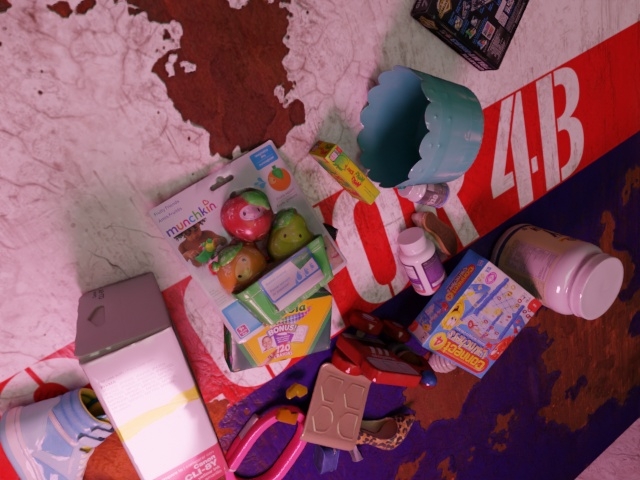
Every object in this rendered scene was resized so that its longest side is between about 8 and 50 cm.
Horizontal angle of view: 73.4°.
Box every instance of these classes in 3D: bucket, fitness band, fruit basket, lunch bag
[{"bbox_3d":[0.233,-0.259,1.025,0.183,0.281,0.281,-1,108,-27],"label":"bucket"},{"bbox_3d":[-0.152,0.607,1.248,0.209,0.054,0.291,36,90,-33],"label":"fitness band"},{"bbox_3d":[-0.140,-0.001,0.962,0.327,0.165,0.353,-35,106,-21],"label":"fruit basket"},{"bbox_3d":[0.021,0.684,1.358,0.065,0.067,0.099,0,108,-28],"label":"lunch bag"}]

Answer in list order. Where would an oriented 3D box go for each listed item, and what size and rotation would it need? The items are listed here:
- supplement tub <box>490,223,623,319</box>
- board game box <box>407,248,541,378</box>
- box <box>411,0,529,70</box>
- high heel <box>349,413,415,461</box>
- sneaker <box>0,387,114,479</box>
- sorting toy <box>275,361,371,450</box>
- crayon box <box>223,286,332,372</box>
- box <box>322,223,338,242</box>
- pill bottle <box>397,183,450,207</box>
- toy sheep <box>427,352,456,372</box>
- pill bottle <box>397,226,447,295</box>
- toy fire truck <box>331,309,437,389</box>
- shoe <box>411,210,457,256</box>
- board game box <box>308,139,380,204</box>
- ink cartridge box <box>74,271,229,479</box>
[{"bbox_3d":[0.748,0.094,1.385,0.235,0.325,0.236,-10,112,-25],"label":"supplement tub"},{"bbox_3d":[0.466,0.228,1.287,0.308,0.086,0.302,31,98,-29],"label":"board game box"},{"bbox_3d":[0.407,-0.640,1.094,0.293,0.073,0.296,18,99,-31],"label":"box"},{"bbox_3d":[0.190,0.601,1.404,0.261,0.093,0.186,-26,120,-12],"label":"high heel"},{"bbox_3d":[-0.531,0.471,0.956,0.208,0.127,0.319,-21,117,-19],"label":"sneaker"},{"bbox_3d":[0.013,0.483,1.274,0.307,0.041,0.229,29,72,-31],"label":"sorting toy"},{"bbox_3d":[-0.110,0.222,1.117,0.278,0.081,0.166,-7,110,-26],"label":"crayon box"},{"bbox_3d":[0.000,0.000,1.115,0.062,0.052,0.083,7,103,-29],"label":"box"},{"bbox_3d":[0.289,-0.140,1.203,0.137,0.078,0.078,9,103,-30],"label":"pill bottle"},{"bbox_3d":[0.411,0.402,1.447,0.091,0.132,0.091,21,55,-33],"label":"toy sheep"},{"bbox_3d":[0.294,0.059,1.259,0.108,0.108,0.194,-37,121,-12],"label":"pill bottle"},{"bbox_3d":[0.193,0.338,1.217,0.302,0.254,0.170,20,98,-32],"label":"toy fire truck"},{"bbox_3d":[0.349,-0.022,1.297,0.219,0.058,0.077,40,67,-36],"label":"shoe"},{"bbox_3d":[0.061,-0.168,1.064,0.181,0.092,0.043,41,86,-32],"label":"board game box"},{"bbox_3d":[-0.348,0.299,0.899,0.160,0.279,0.385,-22,116,-21],"label":"ink cartridge box"}]
